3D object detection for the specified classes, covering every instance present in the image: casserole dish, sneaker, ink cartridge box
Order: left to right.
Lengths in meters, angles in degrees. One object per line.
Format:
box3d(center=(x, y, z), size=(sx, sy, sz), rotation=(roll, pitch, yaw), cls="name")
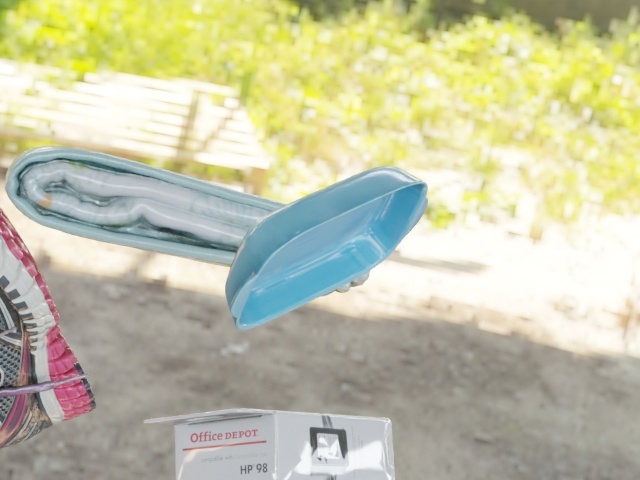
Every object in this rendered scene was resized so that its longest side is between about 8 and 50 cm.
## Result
box3d(center=(-0.250, 0.058, 1.255), size=(0.112, 0.299, 0.121), rotation=(-28, 50, -14), cls="sneaker")
box3d(center=(-0.038, 0.164, 1.312), size=(0.104, 0.060, 0.180), rotation=(-11, -14, 38), cls="ink cartridge box")
box3d(center=(0.000, 0.000, 1.274), size=(0.188, 0.114, 0.037), rotation=(-26, 65, -36), cls="casserole dish")

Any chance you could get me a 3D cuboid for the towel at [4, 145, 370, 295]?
box3d(center=(-0.151, -0.021, 1.848), size=(0.374, 0.090, 0.320), rotation=(16, -2, -10), cls="towel")
